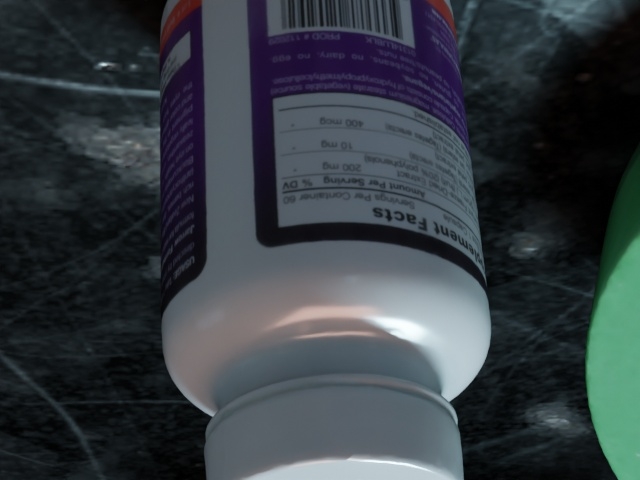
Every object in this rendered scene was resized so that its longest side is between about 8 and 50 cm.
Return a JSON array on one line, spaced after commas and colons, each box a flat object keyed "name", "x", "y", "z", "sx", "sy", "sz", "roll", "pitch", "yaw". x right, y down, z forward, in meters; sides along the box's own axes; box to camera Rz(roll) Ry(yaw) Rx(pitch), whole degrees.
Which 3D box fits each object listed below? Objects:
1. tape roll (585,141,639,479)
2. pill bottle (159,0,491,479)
[{"name": "tape roll", "x": 0.269, "y": 0.044, "z": 0.646, "sx": 0.321, "sy": 0.077, "sz": 0.321, "roll": 9, "pitch": 132, "yaw": 10}, {"name": "pill bottle", "x": 0.000, "y": 0.000, "z": 0.548, "sx": 0.108, "sy": 0.193, "sz": 0.108, "roll": -2, "pitch": 149, "yaw": -1}]
